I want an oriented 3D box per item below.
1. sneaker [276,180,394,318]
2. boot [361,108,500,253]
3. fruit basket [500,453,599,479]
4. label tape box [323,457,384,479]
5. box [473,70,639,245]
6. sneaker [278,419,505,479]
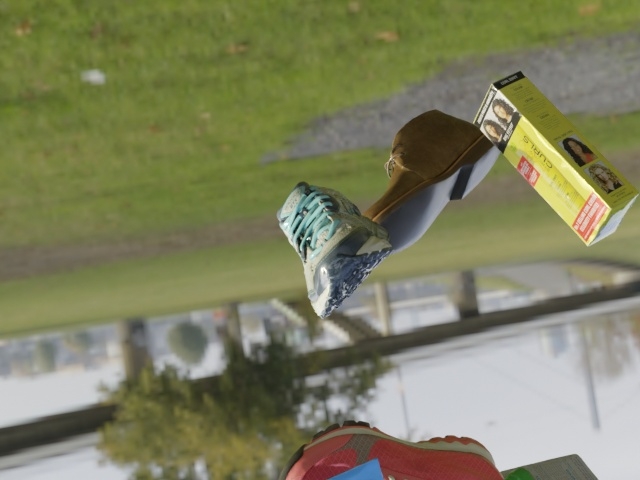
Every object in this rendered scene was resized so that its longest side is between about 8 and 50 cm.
[{"bbox_3d":[0.000,0.000,1.541,0.110,0.122,0.283,-45,-176,4],"label":"sneaker"},{"bbox_3d":[0.121,-0.081,1.903,0.305,0.115,0.112,-39,159,-42],"label":"boot"},{"bbox_3d":[0.358,0.457,2.019,0.353,0.327,0.165,2,129,-47],"label":"fruit basket"},{"bbox_3d":[0.011,0.444,1.645,0.241,0.333,0.106,-22,-143,-8],"label":"label tape box"},{"bbox_3d":[0.300,-0.107,1.807,0.058,0.232,0.087,-27,156,-31],"label":"box"},{"bbox_3d":[0.105,0.305,1.753,0.314,0.116,0.136,3,-162,-24],"label":"sneaker"}]
